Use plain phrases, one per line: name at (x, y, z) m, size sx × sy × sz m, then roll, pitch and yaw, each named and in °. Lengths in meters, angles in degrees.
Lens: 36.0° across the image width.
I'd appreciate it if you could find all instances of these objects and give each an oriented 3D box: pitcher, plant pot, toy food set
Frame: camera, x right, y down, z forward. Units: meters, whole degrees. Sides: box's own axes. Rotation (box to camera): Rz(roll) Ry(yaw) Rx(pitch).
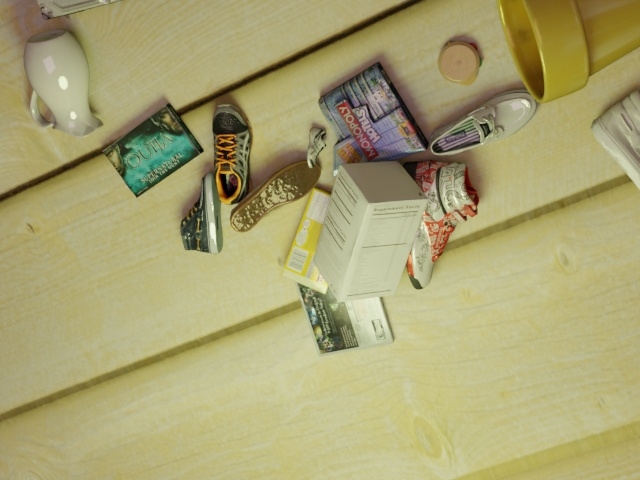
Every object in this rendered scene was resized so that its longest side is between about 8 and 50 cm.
pitcher at (-0.554, -0.325, 2.039) m, size 0.177 × 0.125 × 0.207 m, roll 5°, pitch 123°, yaw 27°
plant pot at (0.459, -0.396, 1.720) m, size 0.239 × 0.254 × 0.254 m, roll -19°, pitch 105°, yaw 3°
toy food set at (0.268, -0.343, 1.890) m, size 0.083 × 0.020 × 0.083 m, roll 20°, pitch 112°, yaw 6°

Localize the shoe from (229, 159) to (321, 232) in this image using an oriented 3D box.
shoe at (-0.098, -0.099, 2.031) m, size 0.219 × 0.058 × 0.077 m, roll -34°, pitch 111°, yaw 1°

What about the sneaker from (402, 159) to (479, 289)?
sneaker at (0.244, -0.028, 1.972) m, size 0.145 × 0.090 × 0.270 m, roll -1°, pitch 107°, yaw 16°

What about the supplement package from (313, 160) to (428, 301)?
supplement package at (0.094, -0.019, 1.932) m, size 0.139 × 0.134 × 0.244 m, roll -5°, pitch 130°, yaw -27°

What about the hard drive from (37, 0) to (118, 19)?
hard drive at (-0.426, -0.587, 1.937) m, size 0.338 × 0.064 × 0.237 m, roll -9°, pitch 107°, yaw 16°

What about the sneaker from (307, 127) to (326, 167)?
sneaker at (-0.007, -0.187, 1.989) m, size 0.037 × 0.032 × 0.083 m, roll 6°, pitch 83°, yaw 3°

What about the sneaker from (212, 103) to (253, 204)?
sneaker at (-0.184, -0.173, 2.021) m, size 0.084 × 0.083 × 0.215 m, roll -2°, pitch 108°, yaw 15°

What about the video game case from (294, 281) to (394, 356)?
video game case at (0.051, 0.149, 2.117) m, size 0.173 × 0.022 × 0.190 m, roll -13°, pitch 107°, yaw 16°

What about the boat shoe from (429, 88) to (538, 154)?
boat shoe at (0.315, -0.215, 1.895) m, size 0.226 × 0.076 × 0.083 m, roll -28°, pitch 102°, yaw 20°

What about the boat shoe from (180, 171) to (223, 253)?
boat shoe at (-0.257, -0.057, 2.087) m, size 0.083 × 0.065 × 0.183 m, roll 3°, pitch 111°, yaw 10°

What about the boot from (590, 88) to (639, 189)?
boot at (0.633, -0.159, 1.832) m, size 0.258 × 0.095 × 0.123 m, roll 45°, pitch 119°, yaw -4°

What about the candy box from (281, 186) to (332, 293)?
candy box at (0.000, 0.000, 2.058) m, size 0.105 × 0.027 × 0.206 m, roll 22°, pitch 106°, yaw 4°

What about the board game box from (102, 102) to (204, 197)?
board game box at (-0.355, -0.189, 2.083) m, size 0.186 × 0.026 × 0.126 m, roll -32°, pitch 100°, yaw 21°

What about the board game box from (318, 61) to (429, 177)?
board game box at (0.082, -0.220, 1.955) m, size 0.194 × 0.060 × 0.194 m, roll -30°, pitch 101°, yaw 20°
